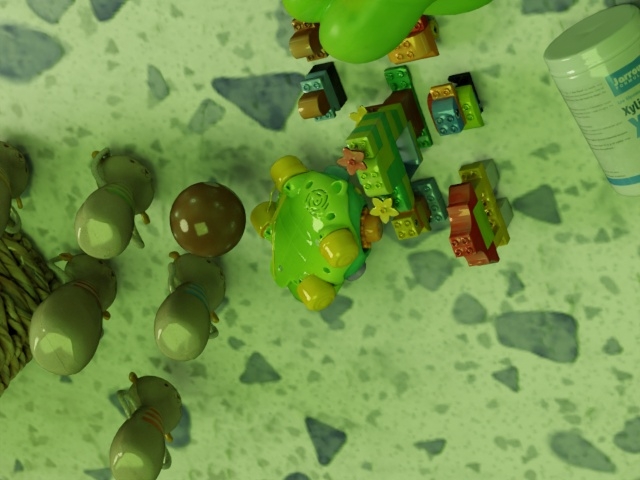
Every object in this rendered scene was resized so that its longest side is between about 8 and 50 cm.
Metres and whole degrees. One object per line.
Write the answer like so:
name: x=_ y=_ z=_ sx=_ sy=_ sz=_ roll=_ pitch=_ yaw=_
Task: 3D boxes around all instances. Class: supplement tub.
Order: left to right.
supplement tub: x=0.196 y=-0.089 z=1.216 sx=0.071 sy=0.071 sz=0.107 roll=-20 pitch=112 yaw=31

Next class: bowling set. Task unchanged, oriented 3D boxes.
bowling set: x=-0.127 y=0.020 z=1.395 sx=0.200 sy=0.154 sz=0.287 roll=-27 pitch=107 yaw=14

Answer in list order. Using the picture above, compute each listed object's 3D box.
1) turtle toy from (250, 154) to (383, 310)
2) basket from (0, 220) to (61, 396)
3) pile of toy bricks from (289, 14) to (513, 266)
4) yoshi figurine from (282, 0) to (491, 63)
turtle toy: x=0.000 y=0.000 z=1.350 sx=0.095 sy=0.066 sz=0.130 roll=57 pitch=143 yaw=26
basket: x=-0.387 y=0.082 z=1.469 sx=0.299 sy=0.223 sz=0.213 roll=-28 pitch=107 yaw=34
pile of toy bricks: x=0.044 y=-0.068 z=1.270 sx=0.118 sy=0.105 sz=0.212 roll=-11 pitch=115 yaw=28
yoshi figurine: x=0.123 y=-0.255 z=1.115 sx=0.362 sy=0.203 sz=0.203 roll=-44 pitch=138 yaw=22
